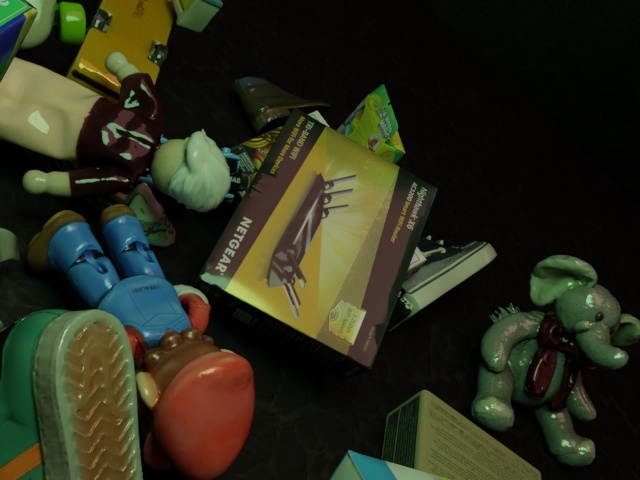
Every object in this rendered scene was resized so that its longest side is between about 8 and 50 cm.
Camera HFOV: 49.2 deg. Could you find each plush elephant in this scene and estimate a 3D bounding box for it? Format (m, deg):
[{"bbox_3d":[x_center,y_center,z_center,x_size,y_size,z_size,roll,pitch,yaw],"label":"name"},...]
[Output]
[{"bbox_3d":[0.422,0.183,1.204,0.272,0.255,0.330,32,35,-20],"label":"plush elephant"}]

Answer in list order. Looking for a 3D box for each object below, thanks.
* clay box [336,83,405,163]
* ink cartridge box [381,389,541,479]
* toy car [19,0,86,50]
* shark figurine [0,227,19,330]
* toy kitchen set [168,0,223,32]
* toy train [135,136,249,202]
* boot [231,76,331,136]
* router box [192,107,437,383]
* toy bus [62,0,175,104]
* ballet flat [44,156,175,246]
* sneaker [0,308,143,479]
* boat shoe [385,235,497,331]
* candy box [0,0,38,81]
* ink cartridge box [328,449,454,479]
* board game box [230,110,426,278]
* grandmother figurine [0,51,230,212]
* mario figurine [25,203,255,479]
[{"bbox_3d":[0.061,-0.145,1.184,0.053,0.222,0.127,22,41,-33],"label":"clay box"},{"bbox_3d":[0.189,0.343,0.924,0.235,0.088,0.193,38,35,-14],"label":"ink cartridge box"},{"bbox_3d":[-0.402,-0.312,0.896,0.155,0.188,0.149,-4,99,-30],"label":"toy car"},{"bbox_3d":[-0.352,0.068,0.636,0.116,0.166,0.278,1,76,-8],"label":"shark figurine"},{"bbox_3d":[-0.244,-0.416,0.985,0.207,0.122,0.166,9,47,-41],"label":"toy kitchen set"},{"bbox_3d":[-0.192,-0.097,0.963,0.184,0.105,0.080,10,90,-29],"label":"toy train"},{"bbox_3d":[-0.068,-0.263,1.298,0.106,0.082,0.219,55,35,8],"label":"boot"},{"bbox_3d":[0.000,0.000,0.953,0.243,0.081,0.309,28,58,-7],"label":"router box"},{"bbox_3d":[-0.293,-0.291,1.029,0.108,0.130,0.332,27,37,-25],"label":"toy bus"},{"bbox_3d":[-0.255,-0.059,0.882,0.188,0.070,0.070,32,35,-21],"label":"ballet flat"},{"bbox_3d":[-0.220,0.208,0.570,0.108,0.121,0.302,11,76,-59],"label":"sneaker"},{"bbox_3d":[0.176,0.024,1.210,0.340,0.127,0.158,-22,74,-51],"label":"boat shoe"},{"bbox_3d":[-0.394,-0.067,0.546,0.122,0.268,0.317,35,35,-16],"label":"candy box"},{"bbox_3d":[0.105,0.350,0.695,0.233,0.171,0.168,23,13,-28],"label":"ink cartridge box"},{"bbox_3d":[-0.005,-0.040,1.068,0.193,0.053,0.305,-28,74,-23],"label":"board game box"},{"bbox_3d":[-0.264,-0.130,0.811,0.342,0.104,0.208,23,75,-4],"label":"grandmother figurine"},{"bbox_3d":[-0.196,0.120,0.742,0.198,0.170,0.320,-31,64,-15],"label":"mario figurine"}]
